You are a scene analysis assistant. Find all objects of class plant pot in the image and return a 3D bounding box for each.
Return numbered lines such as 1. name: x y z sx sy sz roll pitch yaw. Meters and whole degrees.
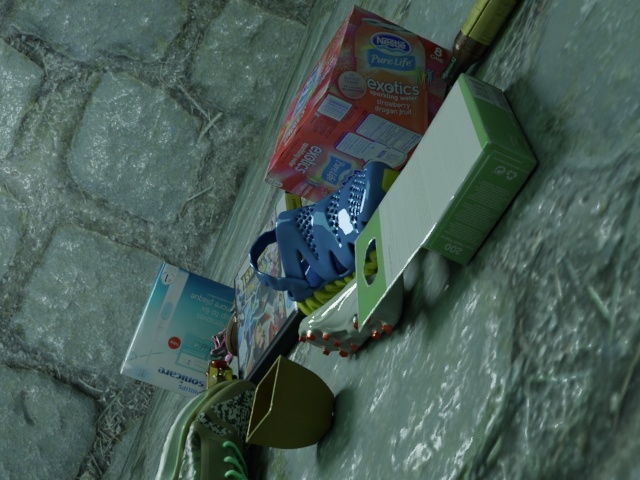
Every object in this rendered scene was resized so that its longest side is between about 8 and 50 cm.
1. plant pot: -0.031 0.201 0.882 0.081 0.083 0.081 -56 17 41

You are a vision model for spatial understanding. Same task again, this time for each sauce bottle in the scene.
1. sauce bottle: 0.178 -0.236 0.845 0.128 0.042 0.042 -58 16 32

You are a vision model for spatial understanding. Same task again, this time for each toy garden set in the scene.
1. toy garden set: -0.191 0.312 1.380 0.244 0.049 0.204 -178 93 -79

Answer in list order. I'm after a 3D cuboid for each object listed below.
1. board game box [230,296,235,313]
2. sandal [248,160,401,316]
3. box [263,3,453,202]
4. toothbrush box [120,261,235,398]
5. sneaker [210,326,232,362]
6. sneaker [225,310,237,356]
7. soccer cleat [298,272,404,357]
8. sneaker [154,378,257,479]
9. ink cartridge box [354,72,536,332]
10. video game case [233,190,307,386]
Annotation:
1. board game box: -0.127 0.066 1.606 0.243 0.042 0.165 141 149 -65
2. sandal: 0.000 0.000 0.981 0.317 0.138 0.126 -50 19 49
3. box: 0.044 -0.167 1.045 0.300 0.154 0.142 136 153 -64
4. toothbrush box: -0.355 0.230 1.884 0.126 0.216 0.296 168 124 -75
5. sneaker: -0.218 0.220 1.693 0.047 0.057 0.119 126 162 -54
6. sneaker: -0.134 0.152 1.440 0.071 0.066 0.188 -116 49 -70
7. soccer cleat: 0.038 0.083 0.854 0.196 0.068 0.076 -33 31 57
8. sneaker: -0.142 0.367 1.041 0.182 0.158 0.410 -6 36 27
9. ink cartridge box: 0.112 -0.032 0.744 0.171 0.056 0.235 -88 23 -57
10. video game case: -0.088 0.094 1.277 0.275 0.035 0.248 125 147 -44
